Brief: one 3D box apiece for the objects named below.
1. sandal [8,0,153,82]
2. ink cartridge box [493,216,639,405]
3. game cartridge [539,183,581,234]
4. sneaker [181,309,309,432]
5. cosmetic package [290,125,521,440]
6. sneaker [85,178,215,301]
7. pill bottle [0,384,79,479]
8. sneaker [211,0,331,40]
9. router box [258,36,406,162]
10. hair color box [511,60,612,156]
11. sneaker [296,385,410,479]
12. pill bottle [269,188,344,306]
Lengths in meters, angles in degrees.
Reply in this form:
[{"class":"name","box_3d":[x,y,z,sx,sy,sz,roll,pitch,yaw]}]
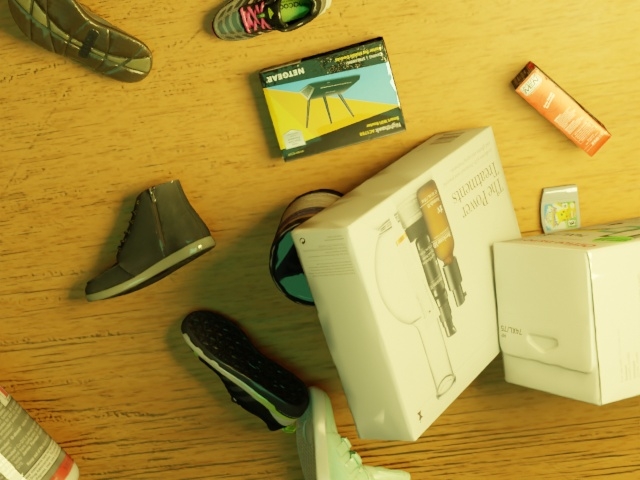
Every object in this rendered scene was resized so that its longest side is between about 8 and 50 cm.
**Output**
[{"class":"sandal","box_3d":[-0.332,-0.296,1.578,0.219,0.060,0.090,26,114,-19]},{"class":"ink cartridge box","box_3d":[0.397,0.083,1.496,0.270,0.198,0.197,-9,97,-28]},{"class":"game cartridge","box_3d":[0.343,-0.037,1.629,0.056,0.017,0.083,-7,106,10]},{"class":"sneaker","box_3d":[-0.125,0.207,1.698,0.235,0.084,0.097,40,129,3]},{"class":"cosmetic package","box_3d":[0.141,0.044,1.486,0.097,0.377,0.284,-3,111,38]},{"class":"sneaker","box_3d":[-0.265,0.003,1.661,0.222,0.083,0.118,-27,84,18]},{"class":"pill bottle","box_3d":[-0.552,0.290,1.688,0.210,0.210,0.363,-38,101,14]},{"class":"sneaker","box_3d":[-0.070,-0.310,1.542,0.171,0.075,0.063,-13,106,8]},{"class":"router box","box_3d":[0.018,-0.196,1.585,0.179,0.046,0.133,-14,106,8]},{"class":"hair color box","box_3d":[0.329,-0.181,1.556,0.141,0.072,0.043,39,106,-8]},{"class":"sneaker","box_3d":[0.053,0.336,1.736,0.151,0.094,0.255,-11,91,-19]},{"class":"pill bottle","box_3d":[0.000,0.000,1.556,0.123,0.219,0.122,1,106,4]}]
